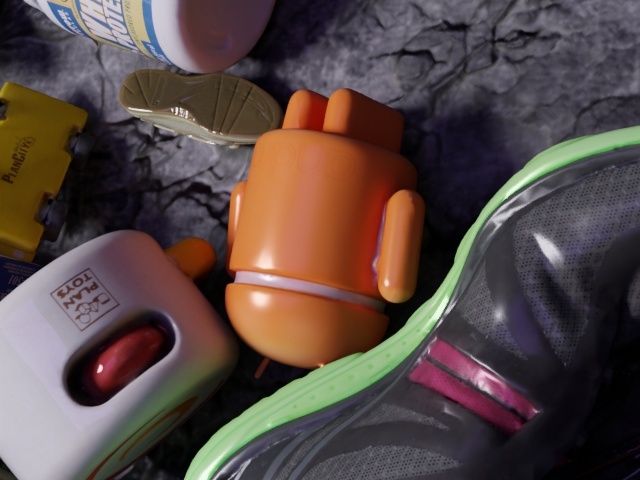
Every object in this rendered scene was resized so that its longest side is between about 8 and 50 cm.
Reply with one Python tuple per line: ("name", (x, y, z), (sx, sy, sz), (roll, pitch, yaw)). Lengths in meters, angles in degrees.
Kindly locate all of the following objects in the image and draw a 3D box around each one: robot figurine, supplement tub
("robot figurine", (-0.001, 0.000, 0.895), (0.158, 0.128, 0.219), (11, 83, 7))
("supplement tub", (-0.151, -0.230, 1.007), (0.200, 0.144, 0.144), (21, 89, 29))

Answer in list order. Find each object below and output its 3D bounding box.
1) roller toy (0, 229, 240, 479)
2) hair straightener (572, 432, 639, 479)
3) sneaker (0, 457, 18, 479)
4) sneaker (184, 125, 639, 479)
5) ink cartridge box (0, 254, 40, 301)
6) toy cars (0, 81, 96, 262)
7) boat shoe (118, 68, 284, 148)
("roller toy", (-0.171, 0.089, 0.911), (0.209, 0.191, 0.146), (-44, 81, 20))
("hair straightener", (0.186, 0.191, 0.812), (0.230, 0.047, 0.089), (-28, 68, 15))
("sneaker", (-0.316, 0.222, 0.976), (0.410, 0.182, 0.158), (25, 92, 29))
("sneaker", (0.118, 0.117, 0.757), (0.483, 0.185, 0.202), (-43, 42, 19))
("ink cartridge box", (-0.366, 0.010, 1.094), (0.207, 0.097, 0.046), (16, 87, 29))
("toy cars", (-0.322, -0.121, 1.077), (0.393, 0.176, 0.087), (54, 135, 25))
("boat shoe", (-0.097, -0.108, 1.017), (0.153, 0.048, 0.056), (10, 72, 22))
